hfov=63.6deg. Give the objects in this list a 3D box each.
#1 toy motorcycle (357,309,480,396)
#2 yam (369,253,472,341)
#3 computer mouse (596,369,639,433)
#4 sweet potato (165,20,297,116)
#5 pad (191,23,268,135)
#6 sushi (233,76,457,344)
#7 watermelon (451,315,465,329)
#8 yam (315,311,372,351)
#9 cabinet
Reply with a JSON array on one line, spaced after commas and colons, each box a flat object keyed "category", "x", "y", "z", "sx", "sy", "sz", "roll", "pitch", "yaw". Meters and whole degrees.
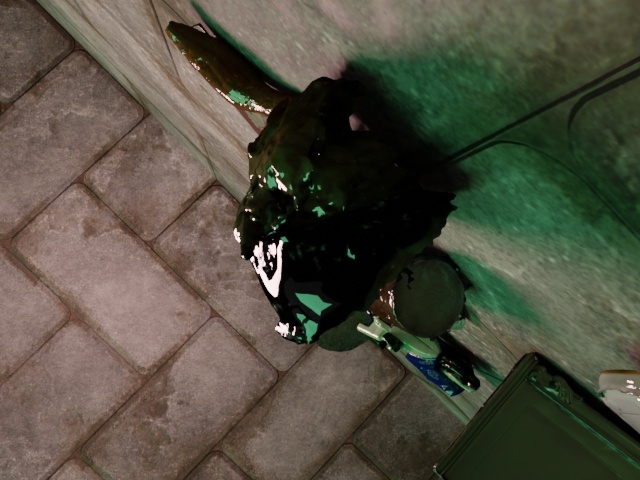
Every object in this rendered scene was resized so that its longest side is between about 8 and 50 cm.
[{"category": "toy motorcycle", "x": 0.243, "y": 0.256, "z": 1.226, "sx": 0.331, "sy": 0.125, "sz": 0.196, "roll": 33, "pitch": 166, "yaw": 38}, {"category": "yam", "x": 0.128, "y": 0.077, "z": 0.834, "sx": 0.131, "sy": 0.131, "sz": 0.280, "roll": 46, "pitch": 173, "yaw": -8}, {"category": "computer mouse", "x": 0.363, "y": 0.195, "z": 0.450, "sx": 0.245, "sy": 0.056, "sz": 0.126, "roll": 43, "pitch": 172, "yaw": 14}, {"category": "sweet potato", "x": -0.116, "y": -0.228, "z": 0.726, "sx": 0.255, "sy": 0.058, "sz": 0.078, "roll": 38, "pitch": 150, "yaw": 19}, {"category": "pad", "x": -0.135, "y": -0.246, "z": 0.916, "sx": 0.299, "sy": 0.005, "sz": 0.202, "roll": 49, "pitch": 172, "yaw": -29}, {"category": "sushi", "x": -0.001, "y": -0.041, "z": 0.548, "sx": 0.239, "sy": 0.225, "sz": 0.218, "roll": -24, "pitch": 105, "yaw": 47}, {"category": "watermelon", "x": 0.212, "y": 0.131, "z": 0.894, "sx": 0.085, "sy": 0.061, "sz": 0.085, "roll": 43, "pitch": -178, "yaw": -2}, {"category": "yam", "x": 0.030, "y": 0.181, "z": 1.528, "sx": 0.241, "sy": 0.241, "sz": 0.348, "roll": 46, "pitch": 177, "yaw": -9}, {"category": "cabinet", "x": 0.377, "y": 0.380, "z": 0.767, "sx": 0.318, "sy": 0.227, "sz": 0.290, "roll": 37, "pitch": 169, "yaw": 33}]
